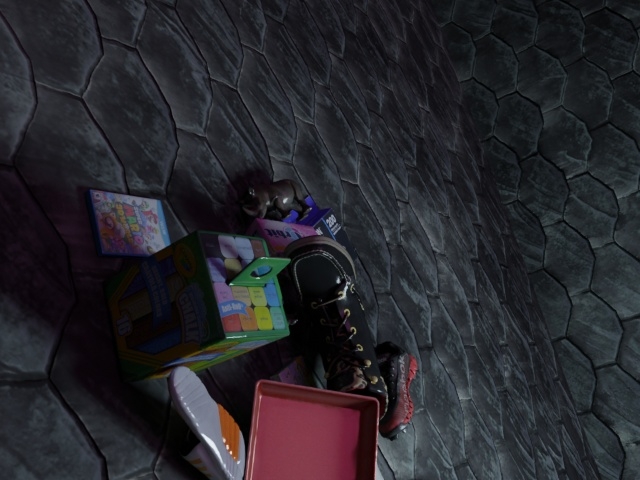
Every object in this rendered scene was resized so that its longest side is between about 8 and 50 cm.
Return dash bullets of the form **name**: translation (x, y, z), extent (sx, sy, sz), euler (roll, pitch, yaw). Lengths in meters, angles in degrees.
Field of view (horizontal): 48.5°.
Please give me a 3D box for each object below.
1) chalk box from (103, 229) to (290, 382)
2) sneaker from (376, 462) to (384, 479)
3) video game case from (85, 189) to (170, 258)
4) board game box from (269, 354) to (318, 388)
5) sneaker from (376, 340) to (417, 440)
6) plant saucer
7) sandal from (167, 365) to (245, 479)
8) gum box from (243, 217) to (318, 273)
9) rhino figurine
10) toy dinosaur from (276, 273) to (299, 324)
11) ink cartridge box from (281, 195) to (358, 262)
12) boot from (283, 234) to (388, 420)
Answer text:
- **chalk box**: translation (-0.177, 0.099, 1.153), extent (0.180, 0.289, 0.179), euler (8, 62, -56)
- **sneaker**: translation (0.055, 0.467, 1.425), extent (0.290, 0.106, 0.123), euler (63, 35, -23)
- **video game case**: translation (-0.337, -0.025, 1.267), extent (0.166, 0.015, 0.119), euler (7, 62, -57)
- **board game box**: translation (-0.038, 0.329, 1.478), extent (0.154, 0.026, 0.103), euler (64, 29, -2)
- **sneaker**: translation (0.164, 0.352, 1.721), extent (0.135, 0.097, 0.276), euler (52, 30, -23)
- **plant saucer**: translation (-0.020, 0.403, 1.303), extent (0.259, 0.048, 0.258), euler (14, 67, -23)
- **sandal**: translation (-0.202, 0.309, 1.170), extent (0.102, 0.076, 0.265), euler (-82, 152, -55)
- **gum box**: translation (-0.072, 0.016, 1.558), extent (0.188, 0.062, 0.107), euler (8, 37, -46)
- **rhino figurine**: translation (-0.111, -0.086, 1.623), extent (0.106, 0.073, 0.243), euler (56, 30, 9)
- **toy dinosaur**: translation (-0.099, 0.129, 1.476), extent (0.118, 0.064, 0.268), euler (45, 22, -3)
- **ink cartridge box**: translation (0.000, 0.000, 1.771), extent (0.208, 0.045, 0.206), euler (59, 30, -9)
- **boot**: translation (0.037, 0.192, 1.469), extent (0.377, 0.138, 0.284), euler (72, 4, -49)
